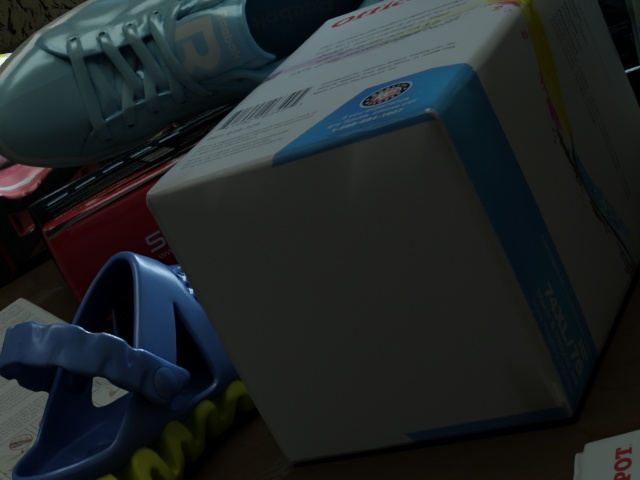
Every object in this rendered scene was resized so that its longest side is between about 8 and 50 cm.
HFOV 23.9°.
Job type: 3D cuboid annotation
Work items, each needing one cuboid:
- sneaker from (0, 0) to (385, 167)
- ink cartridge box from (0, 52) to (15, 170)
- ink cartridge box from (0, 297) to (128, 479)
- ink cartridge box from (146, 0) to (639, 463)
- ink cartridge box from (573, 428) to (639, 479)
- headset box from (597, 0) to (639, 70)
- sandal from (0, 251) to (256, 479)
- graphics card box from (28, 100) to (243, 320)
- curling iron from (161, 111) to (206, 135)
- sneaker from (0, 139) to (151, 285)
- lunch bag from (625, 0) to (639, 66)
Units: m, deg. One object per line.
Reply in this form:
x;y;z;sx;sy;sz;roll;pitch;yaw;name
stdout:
-0.110;-0.166;1.242;0.366;0.135;0.150;-25;4;-9;sneaker
-0.400;-0.105;1.679;0.201;0.117;0.278;-37;-10;35;ink cartridge box
-0.230;0.145;1.129;0.189;0.066;0.232;-36;42;-29;ink cartridge box
0.070;-0.030;0.936;0.198;0.197;0.270;-14;22;33;ink cartridge box
0.190;0.117;0.580;0.175;0.072;0.127;-19;20;21;ink cartridge box
0.244;-0.256;1.185;0.218;0.293;0.110;-20;63;20;headset box
-0.102;0.063;1.009;0.126;0.138;0.317;-10;22;35;sandal
-0.129;-0.037;1.304;0.232;0.094;0.371;-30;11;-10;graphics card box
-0.151;-0.111;1.505;0.068;0.035;0.274;12;-52;-48;curling iron
-0.323;-0.026;1.624;0.313;0.116;0.136;-23;7;-12;sneaker
0.266;-0.179;0.969;0.108;0.279;0.224;-4;27;26;lunch bag
